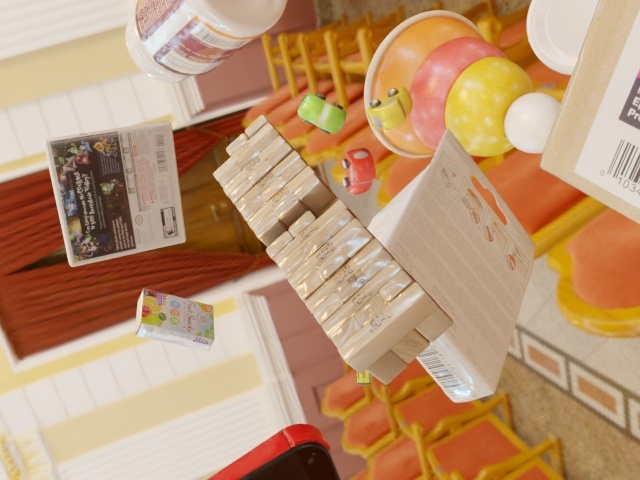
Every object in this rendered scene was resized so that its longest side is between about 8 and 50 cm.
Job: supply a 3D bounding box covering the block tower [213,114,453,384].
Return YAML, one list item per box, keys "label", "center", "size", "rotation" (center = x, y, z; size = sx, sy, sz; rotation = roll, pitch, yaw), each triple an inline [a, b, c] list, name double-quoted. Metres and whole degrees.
- label: "block tower"
  center: [0.000, 0.000, 0.714]
  size: [0.097, 0.091, 0.335]
  rotation: [43, -174, -44]

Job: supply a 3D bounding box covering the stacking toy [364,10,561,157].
- label: "stacking toy"
  center: [0.341, -0.285, 1.512]
  size: [0.480, 0.350, 0.351]
  rotation: [45, 153, 54]

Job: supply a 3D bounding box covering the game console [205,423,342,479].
- label: "game console"
  center: [-0.091, 0.534, 1.221]
  size: [0.060, 0.342, 0.387]
  rotation: [35, 149, 59]

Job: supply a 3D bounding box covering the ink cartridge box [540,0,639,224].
- label: "ink cartridge box"
  center: [0.282, -0.084, 0.445]
  size: [0.234, 0.088, 0.193]
  rotation: [39, 135, 36]

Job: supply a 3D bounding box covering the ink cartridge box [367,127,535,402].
- label: "ink cartridge box"
  center: [0.225, 0.030, 1.209]
  size: [0.091, 0.385, 0.308]
  rotation: [-25, 113, 41]

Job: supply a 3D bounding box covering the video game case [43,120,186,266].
- label: "video game case"
  center: [-0.289, -0.067, 1.009]
  size: [0.022, 0.173, 0.190]
  rotation: [41, 139, 54]

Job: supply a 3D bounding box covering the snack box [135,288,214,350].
- label: "snack box"
  center: [-0.273, 0.149, 1.321]
  size: [0.037, 0.141, 0.100]
  rotation: [-60, 24, 29]

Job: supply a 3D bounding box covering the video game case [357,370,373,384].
- label: "video game case"
  center: [0.124, 0.208, 1.775]
  size: [0.275, 0.035, 0.248]
  rotation: [-24, -68, -78]

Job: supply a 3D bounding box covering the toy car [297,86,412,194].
- label: "toy car"
  center: [0.059, -0.216, 1.363]
  size: [0.239, 0.225, 0.053]
  rotation: [-62, 32, 11]

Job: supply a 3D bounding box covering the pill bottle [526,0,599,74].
- label: "pill bottle"
  center: [0.377, -0.305, 0.936]
  size: [0.131, 0.229, 0.131]
  rotation: [18, 121, 32]

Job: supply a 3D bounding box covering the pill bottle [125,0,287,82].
- label: "pill bottle"
  center: [-0.257, -0.479, 1.477]
  size: [0.392, 0.224, 0.224]
  rotation: [-10, 100, 55]
